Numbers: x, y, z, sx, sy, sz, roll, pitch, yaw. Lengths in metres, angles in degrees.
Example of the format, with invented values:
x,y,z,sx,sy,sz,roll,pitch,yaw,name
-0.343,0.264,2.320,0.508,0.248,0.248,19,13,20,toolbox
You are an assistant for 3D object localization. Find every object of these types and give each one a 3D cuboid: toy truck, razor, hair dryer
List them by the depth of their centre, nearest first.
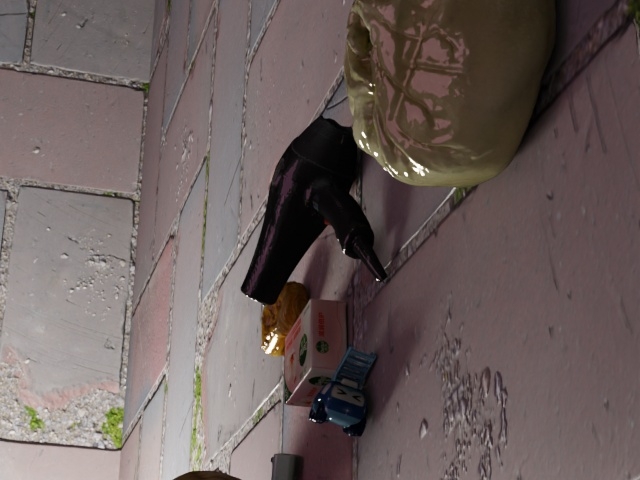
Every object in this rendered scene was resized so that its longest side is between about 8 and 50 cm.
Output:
x,y,z,sx,sy,sz,roll,pitch,yaw,name
0.027,0.154,1.454,0.073,0.056,0.090,162,127,-81,toy truck
0.000,0.000,1.541,0.235,0.091,0.271,-64,25,11,hair dryer
-0.059,0.395,1.684,0.111,0.056,0.278,17,-95,-68,razor

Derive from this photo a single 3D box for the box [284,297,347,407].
x,y,z,sx,sy,sz,roll,pitch,yaw,name
-0.006,0.130,1.606,0.125,0.043,0.089,120,153,-58,box

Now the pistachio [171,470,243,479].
x,y,z,sx,sy,sz,roll,pitch,yaw,name
-0.147,0.395,1.776,0.181,0.162,0.293,-78,1,-45,pistachio

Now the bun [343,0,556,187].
x,y,z,sx,sy,sz,roll,pitch,yaw,name
0.095,-0.153,1.152,0.229,0.145,0.229,-169,90,-77,bun

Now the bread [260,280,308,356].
x,y,z,sx,sy,sz,roll,pitch,yaw,name
-0.046,0.098,1.783,0.110,0.044,0.083,122,155,-56,bread
